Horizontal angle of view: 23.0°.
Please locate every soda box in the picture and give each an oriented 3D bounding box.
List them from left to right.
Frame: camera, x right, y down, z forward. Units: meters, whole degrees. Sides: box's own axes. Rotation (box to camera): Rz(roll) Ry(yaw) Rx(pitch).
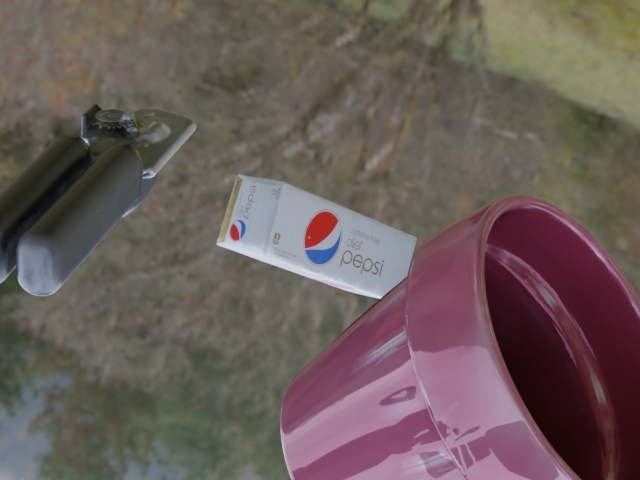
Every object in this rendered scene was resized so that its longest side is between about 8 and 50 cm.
[{"bbox_3d":[0.000,0.000,1.544,0.069,0.074,0.216,12,174,41],"label":"soda box"}]

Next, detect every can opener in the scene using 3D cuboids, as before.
[{"bbox_3d":[-0.162,-0.022,1.107,0.076,0.095,0.283,9,-152,11],"label":"can opener"}]

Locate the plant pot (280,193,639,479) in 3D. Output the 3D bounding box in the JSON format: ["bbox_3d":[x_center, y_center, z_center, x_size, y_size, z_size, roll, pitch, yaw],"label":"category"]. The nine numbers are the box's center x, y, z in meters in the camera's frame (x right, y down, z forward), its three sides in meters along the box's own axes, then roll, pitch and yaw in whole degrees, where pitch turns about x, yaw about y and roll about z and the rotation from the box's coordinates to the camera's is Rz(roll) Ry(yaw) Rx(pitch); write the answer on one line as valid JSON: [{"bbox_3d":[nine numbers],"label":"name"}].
[{"bbox_3d":[0.084,0.098,0.916,0.180,0.201,0.201,-29,146,33],"label":"plant pot"}]
